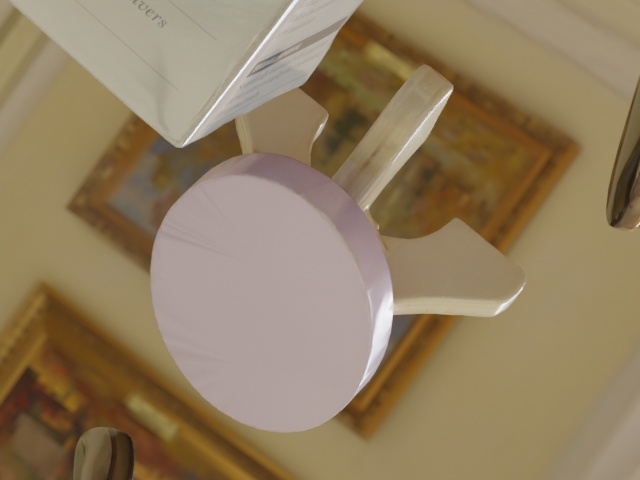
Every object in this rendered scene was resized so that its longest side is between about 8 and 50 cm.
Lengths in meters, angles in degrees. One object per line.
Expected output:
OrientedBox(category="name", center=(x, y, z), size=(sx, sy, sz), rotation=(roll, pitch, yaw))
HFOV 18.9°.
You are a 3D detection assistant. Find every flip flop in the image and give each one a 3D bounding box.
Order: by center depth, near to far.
OrientedBox(category="flip flop", center=(-0.142, 0.170, 1.026), size=(0.080, 0.112, 0.277), rotation=(10, -166, -7))

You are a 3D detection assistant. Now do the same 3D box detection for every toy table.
OrientedBox(category="toy table", center=(0.000, 0.000, 1.329), size=(0.252, 0.161, 0.274), rotation=(46, 147, -1))

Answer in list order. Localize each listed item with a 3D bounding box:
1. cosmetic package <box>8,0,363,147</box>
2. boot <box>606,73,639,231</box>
OrientedBox(category="cosmetic package", center=(-0.046, -0.196, 0.661), size=(0.224, 0.225, 0.138), rotation=(41, -157, 5))
OrientedBox(category="boot", center=(0.260, -0.120, 1.148), size=(0.115, 0.305, 0.112), rotation=(29, 153, -1))
